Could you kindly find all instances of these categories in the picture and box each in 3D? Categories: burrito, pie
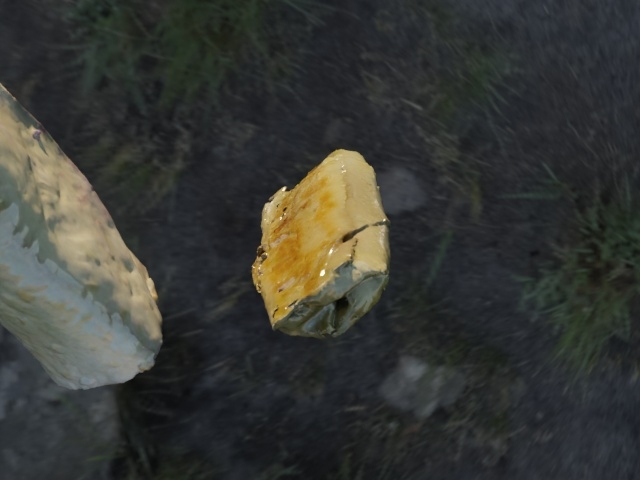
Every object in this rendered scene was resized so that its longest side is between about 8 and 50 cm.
[{"bbox_3d":[-0.225,-0.030,1.025,0.105,0.143,0.299,-26,122,20],"label":"burrito"},{"bbox_3d":[0.000,0.000,1.314,0.128,0.282,0.068,-34,113,11],"label":"pie"}]
